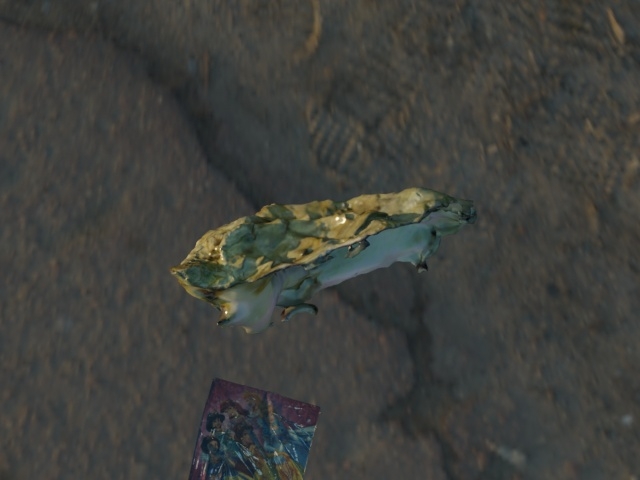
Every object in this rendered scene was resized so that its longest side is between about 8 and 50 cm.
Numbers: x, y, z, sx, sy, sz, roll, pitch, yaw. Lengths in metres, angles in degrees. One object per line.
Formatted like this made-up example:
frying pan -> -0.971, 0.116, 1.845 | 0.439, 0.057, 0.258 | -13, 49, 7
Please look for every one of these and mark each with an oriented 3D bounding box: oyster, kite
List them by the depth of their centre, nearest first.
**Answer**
kite -> -0.008, 0.074, 0.579 | 0.078, 0.002, 0.044 | 35, 86, -5
oyster -> 0.004, 0.001, 1.225 | 0.209, 0.133, 0.072 | -24, 77, -7
